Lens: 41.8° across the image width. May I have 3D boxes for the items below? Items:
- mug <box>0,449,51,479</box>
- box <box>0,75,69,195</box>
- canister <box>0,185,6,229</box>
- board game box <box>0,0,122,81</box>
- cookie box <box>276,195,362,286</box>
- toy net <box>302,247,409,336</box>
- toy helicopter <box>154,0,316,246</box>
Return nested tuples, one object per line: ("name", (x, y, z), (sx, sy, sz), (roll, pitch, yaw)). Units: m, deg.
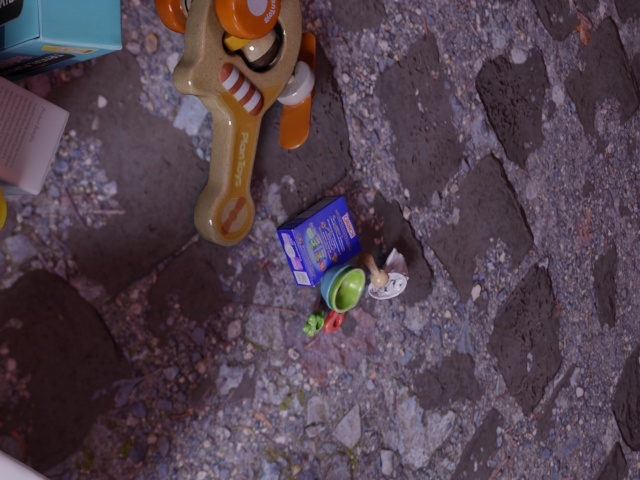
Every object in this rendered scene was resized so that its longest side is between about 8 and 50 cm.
("mug", (-0.336, 0.389, 0.755), (0.328, 0.276, 0.374), (-59, 161, -29))
("box", (-0.355, -0.115, 0.801), (0.170, 0.130, 0.091), (28, 72, -40))
("canister", (-0.377, -0.024, 0.756), (0.126, 0.169, 0.074), (-24, 107, -39))
("board game box", (-0.283, -0.330, 0.778), (0.079, 0.253, 0.336), (-4, 94, -42))
("cookie box", (0.000, 0.000, 1.182), (0.107, 0.040, 0.092), (-35, 114, -35))
("toy net", (0.069, 0.077, 1.223), (0.232, 0.045, 0.122), (-10, 119, -51))
("toy helicopter", (-0.092, -0.169, 1.065), (0.234, 0.140, 0.355), (-1, 103, -51))
